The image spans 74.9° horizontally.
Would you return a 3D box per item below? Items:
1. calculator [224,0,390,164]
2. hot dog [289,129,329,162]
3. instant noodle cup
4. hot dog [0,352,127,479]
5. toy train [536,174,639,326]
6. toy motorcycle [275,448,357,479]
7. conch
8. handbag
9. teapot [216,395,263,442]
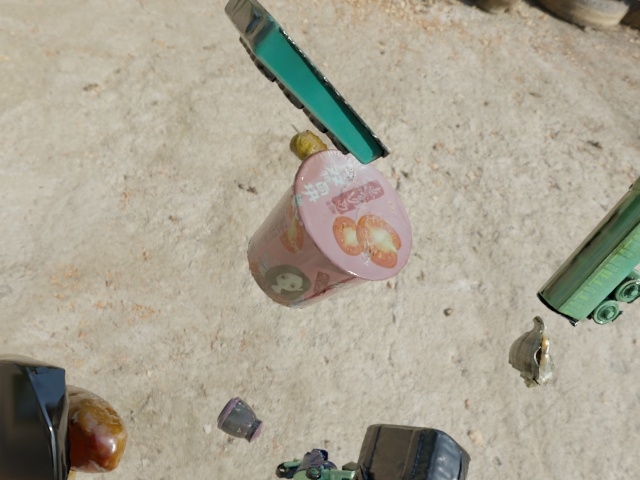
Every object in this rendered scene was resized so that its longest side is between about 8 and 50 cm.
[{"bbox_3d":[-0.024,-0.230,0.606,0.248,0.058,0.274,35,19,-39],"label":"calculator"},{"bbox_3d":[0.049,-0.113,0.868,0.289,0.068,0.083,48,19,-9],"label":"hot dog"},{"bbox_3d":[0.000,0.000,0.757,0.242,0.231,0.243,19,54,-28],"label":"instant noodle cup"},{"bbox_3d":[-0.266,0.186,0.352,0.107,0.325,0.194,-11,89,-65],"label":"hot dog"},{"bbox_3d":[0.257,0.015,0.360,0.070,0.148,0.038,24,24,-11],"label":"toy train"},{"bbox_3d":[0.007,0.772,1.371,0.196,0.330,0.125,2,83,-44],"label":"toy motorcycle"},{"bbox_3d":[0.585,0.312,1.133,0.129,0.208,0.155,9,14,5],"label":"conch"},{"bbox_3d":[0.195,0.525,0.923,0.181,0.254,0.182,47,51,-22],"label":"handbag"},{"bbox_3d":[-0.266,0.612,1.388,0.145,0.148,0.116,31,23,10],"label":"teapot"}]
